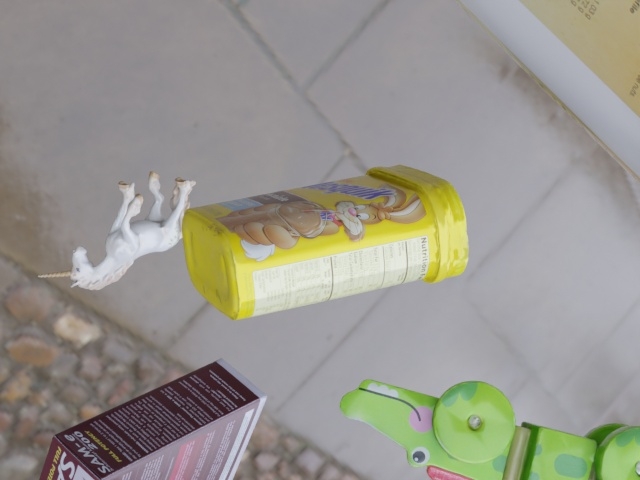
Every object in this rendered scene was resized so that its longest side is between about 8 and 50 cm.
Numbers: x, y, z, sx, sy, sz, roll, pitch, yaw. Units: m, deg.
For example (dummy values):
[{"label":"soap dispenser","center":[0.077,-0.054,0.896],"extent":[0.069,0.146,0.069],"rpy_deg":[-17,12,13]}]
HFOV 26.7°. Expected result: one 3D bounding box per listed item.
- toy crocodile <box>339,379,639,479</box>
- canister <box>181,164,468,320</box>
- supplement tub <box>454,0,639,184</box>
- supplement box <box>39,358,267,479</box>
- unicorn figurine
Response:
[{"label":"toy crocodile","center":[0.178,0.183,1.100],"extent":[0.115,0.341,0.105],"rpy_deg":[95,11,-84]},{"label":"canister","center":[0.000,0.000,0.949],"extent":[0.170,0.126,0.073],"rpy_deg":[-12,106,-20]},{"label":"supplement tub","center":[0.178,-0.139,0.560],"extent":[0.228,0.316,0.228],"rpy_deg":[-34,158,-16]},{"label":"supplement box","center":[-0.170,0.218,1.336],"extent":[0.239,0.073,0.130],"rpy_deg":[-21,141,-51]},{"label":"unicorn figurine","center":[-0.187,-0.008,1.336],"extent":[0.162,0.060,0.111],"rpy_deg":[-8,123,-38]}]
